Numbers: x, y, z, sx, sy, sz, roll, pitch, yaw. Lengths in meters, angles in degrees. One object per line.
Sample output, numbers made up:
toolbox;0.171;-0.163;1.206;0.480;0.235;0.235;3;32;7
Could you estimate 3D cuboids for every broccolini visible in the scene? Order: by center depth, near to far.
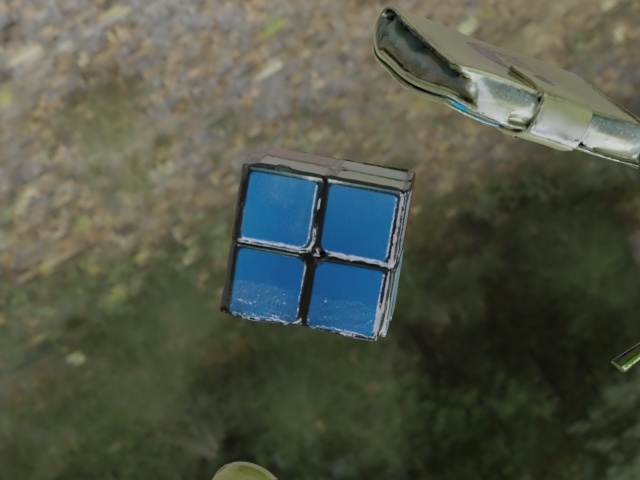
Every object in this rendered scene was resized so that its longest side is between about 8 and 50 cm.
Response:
broccolini;0.280;0.062;1.324;0.140;0.035;0.030;-31;131;-16

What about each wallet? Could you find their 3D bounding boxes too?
wallet;0.115;-0.088;1.063;0.155;0.110;0.039;15;109;-31

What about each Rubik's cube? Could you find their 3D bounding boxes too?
Rubik's cube;0.000;-0.001;1.906;0.180;0.183;0.167;-49;150;-78

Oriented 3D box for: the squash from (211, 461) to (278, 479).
squash;-0.038;0.339;1.805;0.083;0.250;0.083;-27;179;0
